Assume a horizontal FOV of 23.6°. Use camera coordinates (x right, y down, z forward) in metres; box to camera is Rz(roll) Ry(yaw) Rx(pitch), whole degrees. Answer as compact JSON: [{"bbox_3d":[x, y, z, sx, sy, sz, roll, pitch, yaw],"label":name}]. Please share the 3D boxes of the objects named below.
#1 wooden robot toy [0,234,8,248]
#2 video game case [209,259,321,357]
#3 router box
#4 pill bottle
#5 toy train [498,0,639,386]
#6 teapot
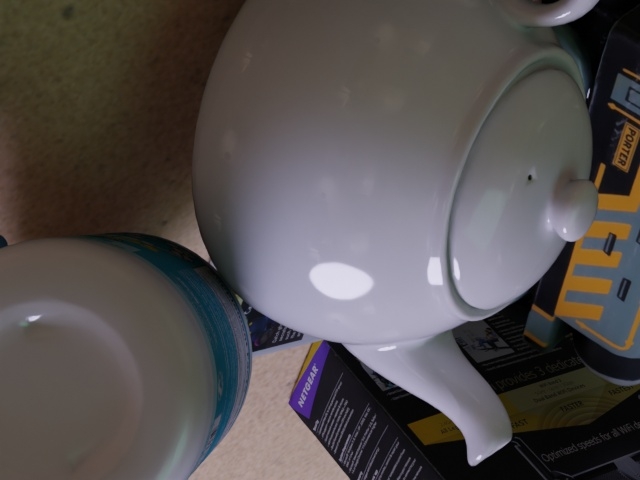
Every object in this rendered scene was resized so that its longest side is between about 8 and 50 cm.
[{"bbox_3d":[-0.199,-0.056,0.751,0.173,0.076,0.079,58,46,-57],"label":"wooden robot toy"},{"bbox_3d":[0.000,0.000,1.039,0.173,0.022,0.190,-12,137,-39],"label":"video game case"},{"bbox_3d":[0.169,0.147,1.179,0.309,0.243,0.081,-11,136,-38],"label":"router box"},{"bbox_3d":[-0.115,0.069,0.822,0.146,0.146,0.264,-44,178,3],"label":"pill bottle"},{"bbox_3d":[0.198,-0.042,1.023,0.142,0.190,0.334,-35,149,-35],"label":"toy train"},{"bbox_3d":[0.066,-0.050,0.844,0.252,0.187,0.256,-58,147,-19],"label":"teapot"}]
